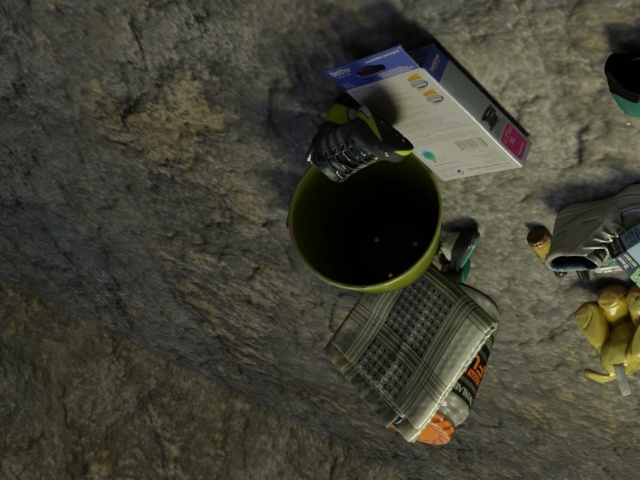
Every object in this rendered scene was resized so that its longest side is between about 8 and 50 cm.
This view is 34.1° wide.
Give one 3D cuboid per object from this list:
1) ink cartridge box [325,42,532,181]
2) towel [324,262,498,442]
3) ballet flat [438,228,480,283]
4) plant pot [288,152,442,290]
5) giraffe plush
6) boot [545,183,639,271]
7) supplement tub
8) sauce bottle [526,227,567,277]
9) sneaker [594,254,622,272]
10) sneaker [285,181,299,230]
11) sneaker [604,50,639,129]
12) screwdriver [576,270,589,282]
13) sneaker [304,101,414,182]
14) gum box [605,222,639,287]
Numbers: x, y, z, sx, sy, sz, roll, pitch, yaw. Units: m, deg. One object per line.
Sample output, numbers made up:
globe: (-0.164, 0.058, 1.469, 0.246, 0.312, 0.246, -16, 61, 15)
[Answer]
ink cartridge box: (0.176, -0.215, 1.688, 0.311, 0.065, 0.186, 36, 154, -29)
towel: (0.167, 0.201, 2.121, 0.056, 0.324, 0.312, 9, -152, -49)
ballet flat: (0.269, 0.027, 2.074, 0.074, 0.074, 0.203, 20, 157, 9)
plant pot: (0.110, -0.010, 1.956, 0.275, 0.274, 0.293, 15, 169, 18)
giraffe plush: (0.613, 0.194, 2.016, 0.181, 0.210, 0.170, -7, 170, 43)
boot: (0.489, -0.009, 1.745, 0.095, 0.123, 0.258, 35, 153, -22)
supplement tub: (0.257, 0.266, 2.256, 0.194, 0.316, 0.193, 19, 155, 9)
sauce bottle: (0.430, 0.026, 1.961, 0.042, 0.042, 0.128, -1, 146, 42)
sneaker: (0.533, 0.016, 1.851, 0.166, 0.065, 0.076, 5, 132, 29)
sneaker: (0.000, 0.000, 2.202, 0.121, 0.112, 0.299, 8, 151, 30)
sneaker: (0.507, -0.213, 1.352, 0.302, 0.108, 0.121, -4, 147, 47)
screwdriver: (0.473, 0.022, 1.949, 0.025, 0.024, 0.170, 39, 167, 50)
sneaker: (0.058, -0.149, 1.725, 0.111, 0.121, 0.300, 38, 177, -16)
gum box: (0.583, 0.010, 1.684, 0.184, 0.041, 0.157, -37, 125, 21)
